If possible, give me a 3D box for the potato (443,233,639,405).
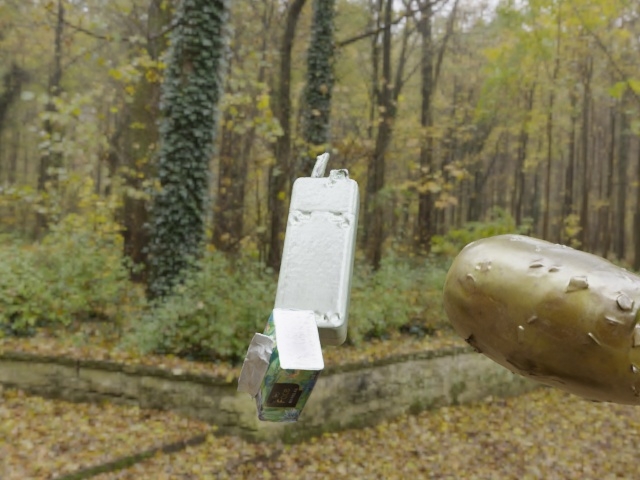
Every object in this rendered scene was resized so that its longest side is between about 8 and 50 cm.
[{"bbox_3d":[0.256,0.086,0.793,0.296,0.141,0.192,14,-25,41],"label":"potato"}]

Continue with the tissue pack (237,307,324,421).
[{"bbox_3d":[-0.051,0.146,0.892,0.079,0.085,0.111,5,-45,-18],"label":"tissue pack"}]

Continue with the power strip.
[{"bbox_3d":[0.000,0.000,1.015,0.093,0.288,0.053,2,-35,8],"label":"power strip"}]
